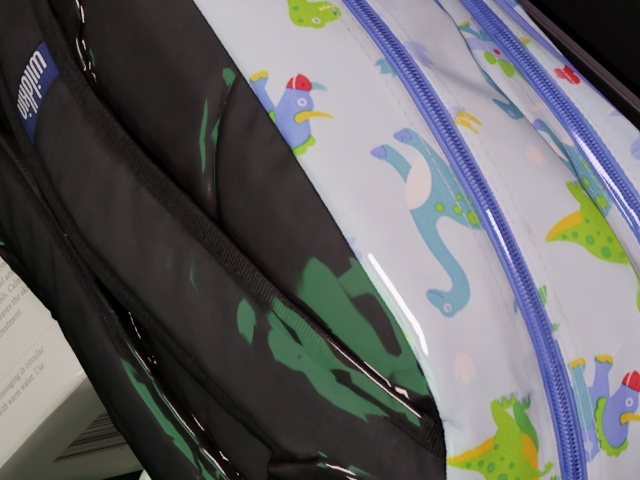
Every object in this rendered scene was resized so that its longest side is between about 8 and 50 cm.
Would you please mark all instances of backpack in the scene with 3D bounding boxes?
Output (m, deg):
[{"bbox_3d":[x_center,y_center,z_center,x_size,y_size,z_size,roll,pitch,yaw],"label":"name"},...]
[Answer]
[{"bbox_3d":[0.000,0.000,0.609,0.355,0.273,0.290,63,144,40],"label":"backpack"}]

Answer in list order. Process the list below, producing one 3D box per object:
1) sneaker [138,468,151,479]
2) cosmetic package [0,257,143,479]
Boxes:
[{"bbox_3d":[-0.067,0.255,0.989,0.145,0.090,0.270,36,132,45],"label":"sneaker"},{"bbox_3d":[-0.197,-0.042,0.902,0.197,0.155,0.366,-43,65,41],"label":"cosmetic package"}]
